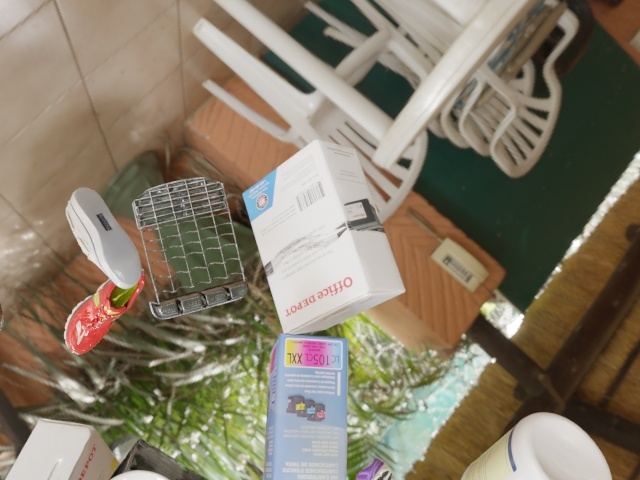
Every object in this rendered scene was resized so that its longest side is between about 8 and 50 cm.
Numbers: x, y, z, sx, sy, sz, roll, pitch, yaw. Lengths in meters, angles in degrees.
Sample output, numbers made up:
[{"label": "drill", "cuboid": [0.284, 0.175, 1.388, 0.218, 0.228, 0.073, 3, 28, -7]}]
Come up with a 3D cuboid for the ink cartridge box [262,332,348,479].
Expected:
[{"label": "ink cartridge box", "cuboid": [-0.036, 0.413, 1.324, 0.270, 0.151, 0.396, 113, -21, -69]}]

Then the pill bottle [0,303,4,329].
[{"label": "pill bottle", "cuboid": [-0.599, 0.059, 1.037, 0.131, 0.131, 0.229, -47, 150, -49]}]

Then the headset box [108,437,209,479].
[{"label": "headset box", "cuboid": [-0.307, 0.547, 1.134, 0.283, 0.246, 0.131, -55, -171, 0]}]

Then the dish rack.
[{"label": "dish rack", "cuboid": [-0.266, 0.013, 1.316, 0.208, 0.272, 0.074, -14, -175, -19]}]

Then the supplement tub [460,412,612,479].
[{"label": "supplement tub", "cuboid": [0.459, 0.564, 1.448, 0.235, 0.235, 0.325, -47, 169, -50]}]

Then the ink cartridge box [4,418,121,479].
[{"label": "ink cartridge box", "cuboid": [-0.621, 0.661, 1.594, 0.385, 0.160, 0.279, 82, 17, -45]}]

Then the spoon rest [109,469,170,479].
[{"label": "spoon rest", "cuboid": [-0.251, 0.400, 0.750, 0.276, 0.137, 0.084, -60, -177, -39]}]

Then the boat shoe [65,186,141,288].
[{"label": "boat shoe", "cuboid": [-0.509, 0.007, 1.488, 0.088, 0.268, 0.096, -42, 170, 34]}]

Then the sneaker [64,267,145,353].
[{"label": "sneaker", "cuboid": [-0.560, 0.176, 1.671, 0.279, 0.107, 0.118, -53, -158, -9]}]

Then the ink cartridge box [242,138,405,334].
[{"label": "ink cartridge box", "cuboid": [0.000, 0.000, 1.590, 0.285, 0.395, 0.166, -31, 159, 36]}]

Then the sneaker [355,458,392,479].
[{"label": "sneaker", "cuboid": [0.106, 0.619, 1.609, 0.170, 0.068, 0.071, -45, -143, -10]}]
